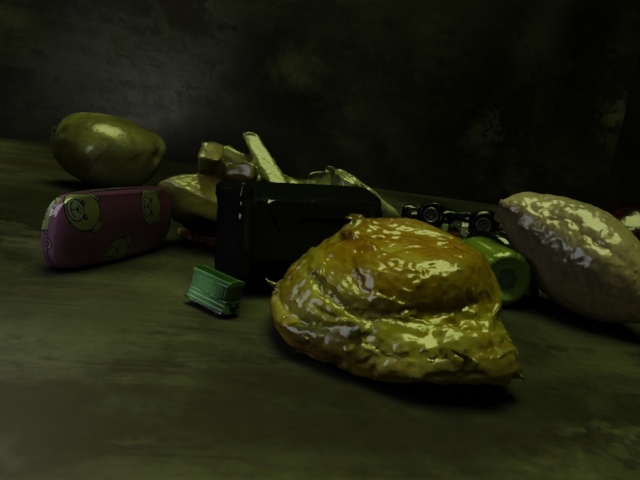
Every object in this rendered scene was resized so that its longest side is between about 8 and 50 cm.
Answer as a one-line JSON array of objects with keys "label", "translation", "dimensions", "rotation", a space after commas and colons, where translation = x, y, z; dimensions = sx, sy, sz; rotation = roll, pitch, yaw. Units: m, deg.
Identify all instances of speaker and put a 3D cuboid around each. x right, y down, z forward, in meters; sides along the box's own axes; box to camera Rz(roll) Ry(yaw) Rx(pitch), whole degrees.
[{"label": "speaker", "translation": [-0.018, -0.014, 1.015], "dimensions": [0.388, 0.180, 0.184], "rotation": [-1, 2, -38]}]

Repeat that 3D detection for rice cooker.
[{"label": "rice cooker", "translation": [0.405, 0.035, 1.350], "dimensions": [0.106, 0.112, 0.165], "rotation": [8, 10, -41]}]

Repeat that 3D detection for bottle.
[{"label": "bottle", "translation": [0.336, 0.048, 1.218], "dimensions": [0.112, 0.112, 0.260], "rotation": [8, 11, -8]}]

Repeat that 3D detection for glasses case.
[{"label": "glasses case", "translation": [-0.361, -0.030, 1.027], "dimensions": [0.076, 0.123, 0.316], "rotation": [13, 11, 16]}]

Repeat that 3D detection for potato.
[{"label": "potato", "translation": [-0.634, -0.265, 1.764], "dimensions": [0.326, 0.221, 0.243], "rotation": [12, 16, -45]}]

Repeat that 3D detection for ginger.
[{"label": "ginger", "translation": [-0.114, -0.122, 1.255], "dimensions": [0.358, 0.211, 0.413], "rotation": [22, 26, 35]}]

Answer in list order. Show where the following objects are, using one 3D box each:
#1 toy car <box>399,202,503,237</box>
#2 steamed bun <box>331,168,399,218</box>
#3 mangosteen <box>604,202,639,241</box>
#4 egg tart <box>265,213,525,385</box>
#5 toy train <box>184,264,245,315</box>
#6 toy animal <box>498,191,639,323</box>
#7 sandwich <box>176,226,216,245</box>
[{"label": "toy car", "translation": [0.377, -0.045, 1.732], "dimensions": [0.301, 0.118, 0.193], "rotation": [9, 2, 2]}, {"label": "steamed bun", "translation": [0.102, -0.093, 1.702], "dimensions": [0.218, 0.144, 0.211], "rotation": [38, 2, -33]}, {"label": "mangosteen", "translation": [0.739, 0.051, 1.353], "dimensions": [0.289, 0.231, 0.231], "rotation": [45, 23, 16]}, {"label": "egg tart", "translation": [0.093, 0.062, 0.795], "dimensions": [0.340, 0.153, 0.351], "rotation": [7, 21, 4]}, {"label": "toy train", "translation": [-0.152, 0.072, 0.845], "dimensions": [0.093, 0.056, 0.038], "rotation": [20, 11, 34]}, {"label": "toy animal", "translation": [0.508, 0.041, 1.131], "dimensions": [0.358, 0.188, 0.226], "rotation": [48, -5, 38]}, {"label": "sandwich", "translation": [-0.249, -0.012, 1.271], "dimensions": [0.135, 0.029, 0.067], "rotation": [16, 11, 22]}]
